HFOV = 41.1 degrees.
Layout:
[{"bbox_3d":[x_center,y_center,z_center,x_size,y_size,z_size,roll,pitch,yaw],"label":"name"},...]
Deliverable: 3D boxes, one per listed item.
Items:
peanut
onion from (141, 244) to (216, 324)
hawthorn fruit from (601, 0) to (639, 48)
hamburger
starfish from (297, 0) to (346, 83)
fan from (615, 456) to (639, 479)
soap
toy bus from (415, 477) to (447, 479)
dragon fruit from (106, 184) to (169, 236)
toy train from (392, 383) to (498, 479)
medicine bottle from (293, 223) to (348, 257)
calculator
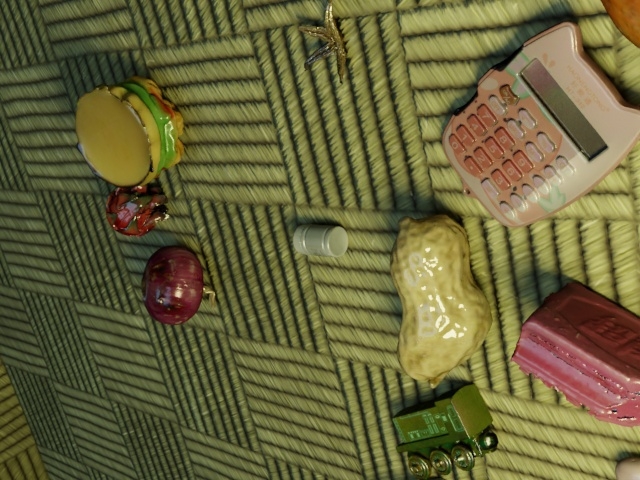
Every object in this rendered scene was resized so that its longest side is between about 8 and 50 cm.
[{"bbox_3d":[0.197,0.096,1.385,0.159,0.143,0.291,-2,110,9],"label":"peanut"},{"bbox_3d":[-0.325,0.098,1.898,0.177,0.153,0.177,45,149,37],"label":"onion"},{"bbox_3d":[0.385,-0.294,0.918,0.262,0.211,0.210,32,134,44],"label":"hawthorn fruit"},{"bbox_3d":[-0.383,-0.230,1.752,0.237,0.149,0.237,17,125,27],"label":"hamburger"},{"bbox_3d":[0.018,-0.312,1.381,0.130,0.041,0.133,63,146,8],"label":"starfish"},{"bbox_3d":[0.508,0.448,1.333,0.130,0.074,0.244,-1,112,46],"label":"fan"},{"bbox_3d":[0.414,0.174,1.198,0.250,0.162,0.099,32,127,25],"label":"soap"},{"bbox_3d":[0.287,0.572,1.569,0.330,0.152,0.144,14,121,40],"label":"toy bus"},{"bbox_3d":[-0.412,-0.071,1.911,0.142,0.130,0.121,119,145,-47],"label":"dragon fruit"},{"bbox_3d":[0.221,0.349,1.553,0.225,0.090,0.137,-31,83,50],"label":"toy train"},{"bbox_3d":[0.000,0.000,1.576,0.091,0.058,0.058,5,117,43],"label":"medicine bottle"},{"bbox_3d":[0.299,-0.149,1.202,0.220,0.048,0.330,53,141,5],"label":"calculator"}]
